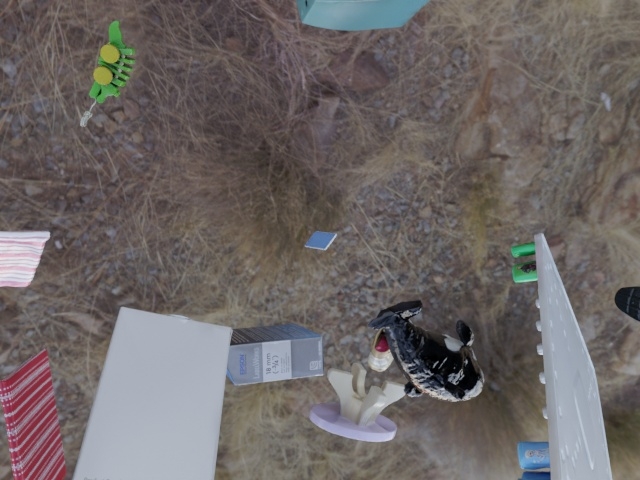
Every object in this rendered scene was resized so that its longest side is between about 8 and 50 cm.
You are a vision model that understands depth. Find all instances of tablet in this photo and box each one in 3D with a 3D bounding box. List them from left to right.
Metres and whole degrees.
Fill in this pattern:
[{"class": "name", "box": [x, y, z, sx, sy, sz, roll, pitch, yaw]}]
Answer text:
[{"class": "tablet", "box": [0.000, 0.000, 1.281, 0.054, 0.083, 0.006, -53, 124, -23]}]

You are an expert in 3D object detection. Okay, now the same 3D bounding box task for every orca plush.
[{"class": "orca plush", "box": [0.197, 0.191, 0.778, 0.151, 0.102, 0.287, -36, 128, -7]}]

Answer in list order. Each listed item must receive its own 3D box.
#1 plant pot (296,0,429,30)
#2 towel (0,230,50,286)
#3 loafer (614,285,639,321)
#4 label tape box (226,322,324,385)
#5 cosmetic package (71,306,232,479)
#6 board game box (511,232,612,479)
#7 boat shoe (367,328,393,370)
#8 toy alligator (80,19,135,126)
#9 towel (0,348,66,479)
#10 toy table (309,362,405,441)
[{"class": "plant pot", "box": [0.070, -0.513, 0.985, 0.234, 0.165, 0.166, -16, 94, -16]}, {"class": "towel", "box": [-0.614, 0.042, 0.969, 0.144, 0.029, 0.197, -5, 151, -44]}, {"class": "loafer", "box": [0.546, 0.108, 0.772, 0.061, 0.170, 0.062, 0, 104, -56]}, {"class": "label tape box", "box": [-0.189, 0.289, 1.302, 0.333, 0.240, 0.106, -1, 89, -21]}, {"class": "cosmetic package", "box": [-0.266, 0.308, 0.792, 0.197, 0.366, 0.155, 17, 137, -18]}, {"class": "board game box", "box": [0.352, 0.254, 0.721, 0.050, 0.390, 0.390, -15, 128, 31]}, {"class": "boat shoe", "box": [0.156, 0.211, 1.110, 0.170, 0.063, 0.059, -50, 153, -48]}, {"class": "toy alligator", "box": [-0.351, -0.269, 0.850, 0.051, 0.056, 0.190, 20, 111, -20]}, {"class": "towel", "box": [-0.527, 0.359, 0.928, 0.031, 0.199, 0.275, -7, 95, -11]}, {"class": "toy table", "box": [0.120, 0.488, 1.529, 0.274, 0.252, 0.161, 15, 94, -26]}]
